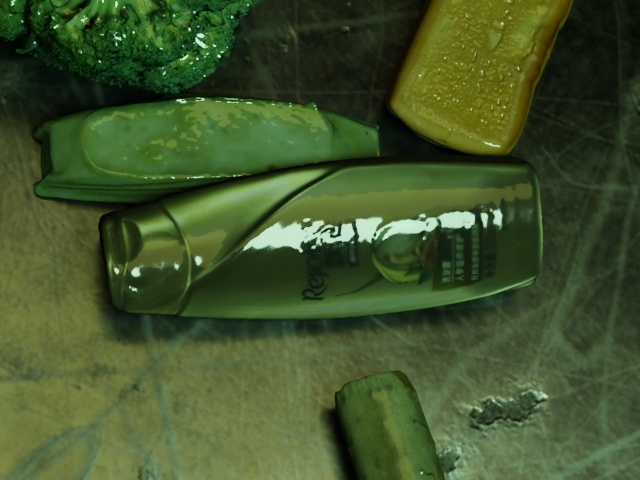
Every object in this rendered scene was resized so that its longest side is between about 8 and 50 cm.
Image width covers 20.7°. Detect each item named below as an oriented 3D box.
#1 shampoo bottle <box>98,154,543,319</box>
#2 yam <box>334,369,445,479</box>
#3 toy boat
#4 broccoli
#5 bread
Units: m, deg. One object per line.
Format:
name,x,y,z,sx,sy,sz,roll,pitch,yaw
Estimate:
shampoo bottle,0.000,0.000,1.404,0.350,0.084,0.126,-5,102,-11
yam,0.090,0.282,1.332,0.083,0.083,0.372,-11,75,-13
toy boat,-0.088,-0.079,1.436,0.293,0.055,0.093,-2,75,-10
broccoli,-0.167,-0.239,1.370,0.269,0.270,0.270,-6,52,7
bread,0.134,-0.163,1.492,0.116,0.077,0.200,24,71,-3
